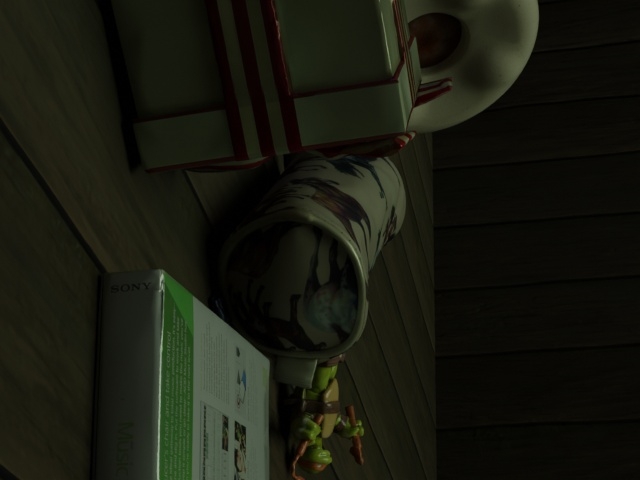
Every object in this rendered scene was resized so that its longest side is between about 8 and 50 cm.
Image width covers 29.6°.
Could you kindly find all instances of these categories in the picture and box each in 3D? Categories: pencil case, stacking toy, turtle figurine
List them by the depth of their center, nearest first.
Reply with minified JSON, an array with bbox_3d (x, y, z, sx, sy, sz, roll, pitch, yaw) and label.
[{"bbox_3d":[0.000,0.000,1.362,0.410,0.160,0.183,-61,168,-70],"label":"pencil case"},{"bbox_3d":[0.003,0.188,1.464,0.269,0.087,0.217,15,83,-70],"label":"turtle figurine"},{"bbox_3d":[0.117,-0.436,1.960,0.350,0.351,0.479,73,0,-47],"label":"stacking toy"}]

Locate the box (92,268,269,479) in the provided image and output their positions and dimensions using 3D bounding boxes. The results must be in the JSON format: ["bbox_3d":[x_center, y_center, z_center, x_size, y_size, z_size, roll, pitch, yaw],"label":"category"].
[{"bbox_3d":[-0.106,0.178,1.019,0.322,0.059,0.232,59,29,-68],"label":"box"}]

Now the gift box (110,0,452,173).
[{"bbox_3d":[-0.028,-0.197,1.071,0.276,0.255,0.258,-54,136,-68],"label":"gift box"}]

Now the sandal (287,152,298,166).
[{"bbox_3d":[0.011,-0.170,1.617,0.086,0.120,0.302,104,-18,-82],"label":"sandal"}]
